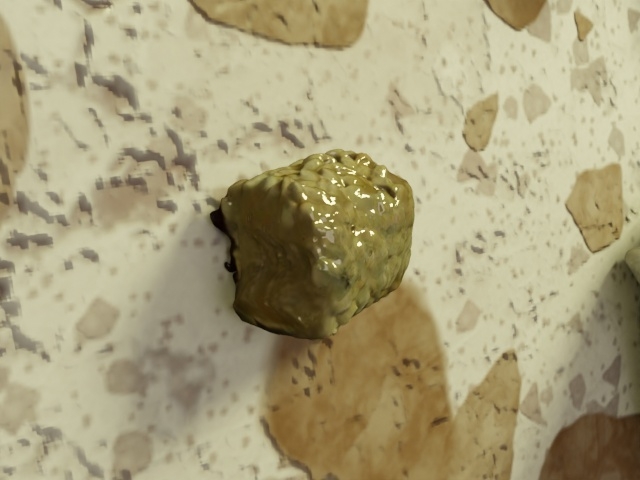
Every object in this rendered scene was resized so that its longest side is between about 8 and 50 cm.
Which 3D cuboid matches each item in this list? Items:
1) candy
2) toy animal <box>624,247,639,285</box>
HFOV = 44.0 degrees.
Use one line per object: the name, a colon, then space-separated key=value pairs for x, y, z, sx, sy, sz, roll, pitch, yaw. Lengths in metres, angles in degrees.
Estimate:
candy: x=0.000 y=0.000 z=0.438 sx=0.110 sy=0.085 sz=0.095 roll=-16 pitch=109 yaw=-46
toy animal: x=0.371 y=0.102 z=0.631 sx=0.206 sy=0.272 sz=0.265 roll=-30 pitch=132 yaw=-45
